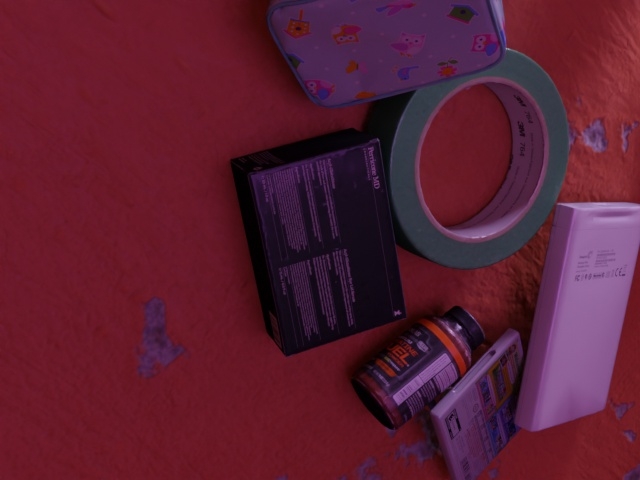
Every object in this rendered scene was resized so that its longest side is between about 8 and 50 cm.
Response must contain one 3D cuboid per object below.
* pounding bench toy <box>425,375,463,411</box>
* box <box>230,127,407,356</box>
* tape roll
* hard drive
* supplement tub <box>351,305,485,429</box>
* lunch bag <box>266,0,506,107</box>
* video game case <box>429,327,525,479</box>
[{"bbox_3d":[0.192,0.221,1.539,0.065,0.052,0.083,-1,104,-27],"label":"pounding bench toy"},{"bbox_3d":[0.000,0.000,1.349,0.184,0.103,0.261,-15,110,-14],"label":"box"},{"bbox_3d":[0.214,-0.120,1.438,0.321,0.077,0.321,-8,106,-28],"label":"tape roll"},{"bbox_3d":[0.418,0.115,1.593,0.233,0.047,0.353,-3,105,-46],"label":"hard drive"},{"bbox_3d":[0.149,0.182,1.478,0.198,0.106,0.106,-38,117,-15],"label":"supplement tub"},{"bbox_3d":[0.081,-0.275,1.232,0.224,0.279,0.108,52,33,-53],"label":"lunch bag"},{"bbox_3d":[0.256,0.267,1.551,0.193,0.023,0.212,-42,136,-22],"label":"video game case"}]
